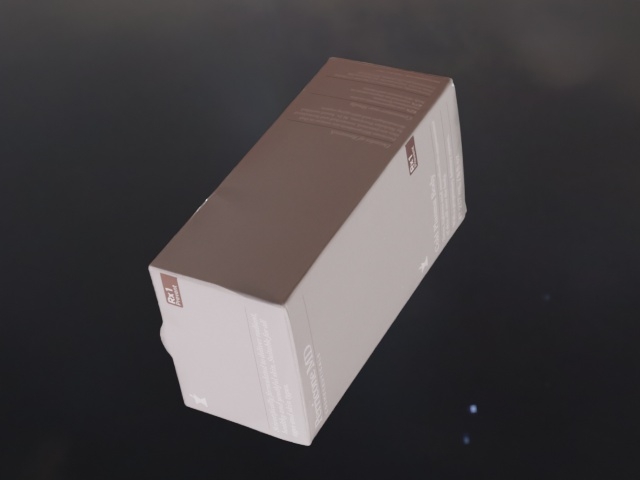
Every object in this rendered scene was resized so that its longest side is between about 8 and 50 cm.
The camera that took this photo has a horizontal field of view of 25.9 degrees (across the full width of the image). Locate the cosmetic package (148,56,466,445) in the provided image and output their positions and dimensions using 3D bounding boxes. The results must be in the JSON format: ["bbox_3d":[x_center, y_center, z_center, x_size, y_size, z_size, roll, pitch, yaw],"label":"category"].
[{"bbox_3d":[0.000,0.000,0.896,0.107,0.127,0.238,13,-133,24],"label":"cosmetic package"}]
